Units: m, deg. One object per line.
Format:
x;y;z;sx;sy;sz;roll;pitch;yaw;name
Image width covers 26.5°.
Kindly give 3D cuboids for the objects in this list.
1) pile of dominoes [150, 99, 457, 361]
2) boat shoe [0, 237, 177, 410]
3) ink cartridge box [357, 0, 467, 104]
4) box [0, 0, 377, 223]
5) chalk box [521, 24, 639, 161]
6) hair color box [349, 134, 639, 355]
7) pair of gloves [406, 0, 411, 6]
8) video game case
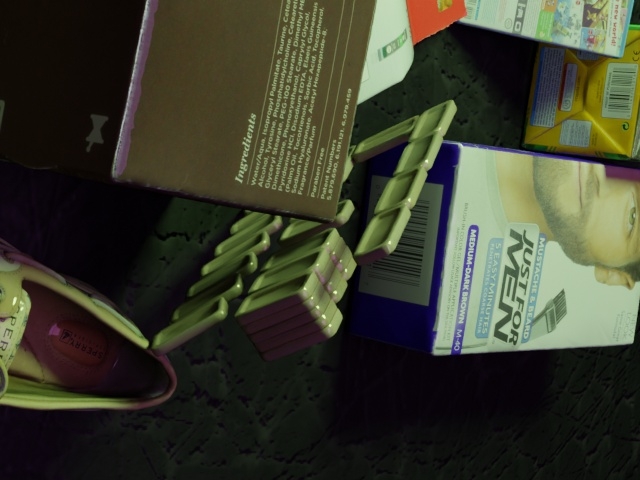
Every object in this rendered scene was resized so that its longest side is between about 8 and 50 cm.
0.000;0.000;0.981;0.040;0.196;0.251;58;29;-17;pile of dominoes
-0.192;0.055;0.864;0.285;0.089;0.104;19;95;-62;boat shoe
0.055;-0.225;1.106;0.224;0.056;0.181;-31;122;-35;ink cartridge box
-0.097;-0.114;0.911;0.203;0.168;0.167;10;92;-48;box
0.325;-0.143;1.392;0.213;0.132;0.132;4;95;-49;chalk box
0.183;0.006;1.293;0.339;0.110;0.185;1;97;-49;hair color box
0.032;-0.267;1.124;0.198;0.023;0.159;-19;114;-43;pair of gloves
0.213;-0.243;1.261;0.166;0.015;0.119;10;92;-12;video game case
